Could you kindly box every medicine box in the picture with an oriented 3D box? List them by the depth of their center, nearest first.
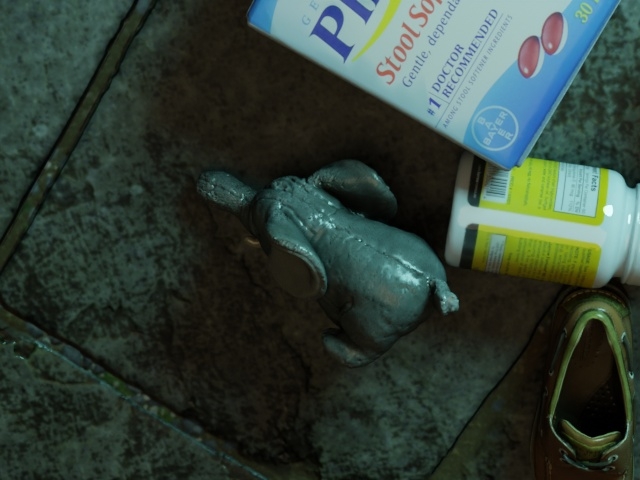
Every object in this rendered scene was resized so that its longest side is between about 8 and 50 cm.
[{"bbox_3d":[0.122,-0.256,1.452,0.289,0.149,0.263,29,110,-2],"label":"medicine box"}]

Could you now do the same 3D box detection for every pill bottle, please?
[{"bbox_3d":[0.232,-0.017,1.532,0.209,0.119,0.119,9,110,6],"label":"pill bottle"}]

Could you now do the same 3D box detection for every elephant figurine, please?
[{"bbox_3d":[0.000,0.000,1.545,0.186,0.169,0.239,-40,103,24],"label":"elephant figurine"}]

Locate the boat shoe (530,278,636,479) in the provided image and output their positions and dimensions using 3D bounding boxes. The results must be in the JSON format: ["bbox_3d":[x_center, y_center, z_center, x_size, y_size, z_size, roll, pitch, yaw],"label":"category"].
[{"bbox_3d":[0.268,0.193,1.605,0.111,0.104,0.307,-2,108,9],"label":"boat shoe"}]
